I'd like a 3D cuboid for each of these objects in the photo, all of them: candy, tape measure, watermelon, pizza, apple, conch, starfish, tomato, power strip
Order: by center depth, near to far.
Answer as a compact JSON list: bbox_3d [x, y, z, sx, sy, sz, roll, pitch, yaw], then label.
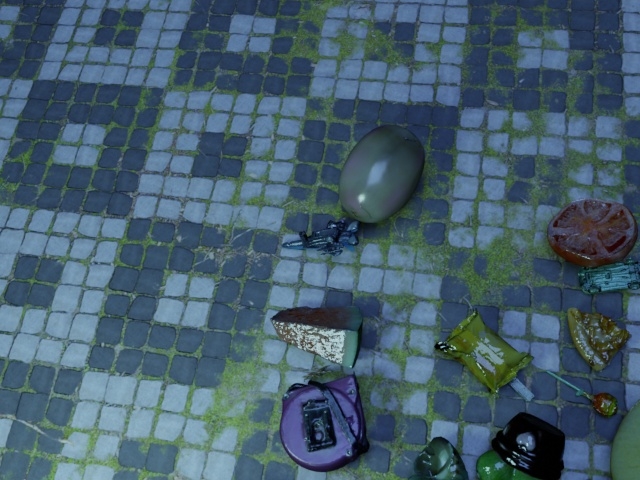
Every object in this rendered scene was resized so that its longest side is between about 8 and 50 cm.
[{"bbox_3d":[0.845,0.517,1.723,0.254,0.179,0.346,27,71,30],"label":"apple"},{"bbox_3d":[0.290,0.608,1.786,0.188,0.122,0.176,-37,46,-12],"label":"conch"},{"bbox_3d":[0.006,0.476,1.863,0.232,0.149,0.245,-14,64,0],"label":"tape measure"},{"bbox_3d":[0.687,0.395,1.875,0.201,0.060,0.060,29,72,27],"label":"candy"},{"bbox_3d":[0.538,0.401,1.901,0.027,0.017,0.083,-40,67,-10],"label":"power strip"},{"bbox_3d":[0.758,0.261,1.914,0.161,0.062,0.182,-4,64,0],"label":"pizza"},{"bbox_3d":[-0.012,0.370,1.973,0.092,0.086,0.016,-28,102,-40],"label":"starfish"},{"bbox_3d":[-0.011,0.252,1.974,0.257,0.193,0.139,9,99,7],"label":"watermelon"},{"bbox_3d":[0.761,-0.010,1.994,0.237,0.095,0.236,-12,46,12],"label":"tomato"}]

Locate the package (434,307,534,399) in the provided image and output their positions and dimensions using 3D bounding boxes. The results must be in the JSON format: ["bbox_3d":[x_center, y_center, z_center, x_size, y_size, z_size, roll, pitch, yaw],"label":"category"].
[{"bbox_3d":[0.441,0.305,1.918,0.168,0.090,0.226,-44,65,-9],"label":"package"}]

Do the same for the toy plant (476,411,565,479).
[{"bbox_3d":[0.509,0.561,1.764,0.218,0.175,0.235,27,99,25],"label":"toy plant"}]

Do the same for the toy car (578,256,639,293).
[{"bbox_3d":[0.815,0.106,1.976,0.186,0.058,0.093,-8,64,17],"label":"toy car"}]

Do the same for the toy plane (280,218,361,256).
[{"bbox_3d":[-0.002,-0.006,2.121,0.247,0.078,0.169,-2,39,10],"label":"toy plane"}]

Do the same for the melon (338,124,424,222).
[{"bbox_3d":[0.182,-0.201,2.104,0.223,0.223,0.317,29,72,18],"label":"melon"}]
